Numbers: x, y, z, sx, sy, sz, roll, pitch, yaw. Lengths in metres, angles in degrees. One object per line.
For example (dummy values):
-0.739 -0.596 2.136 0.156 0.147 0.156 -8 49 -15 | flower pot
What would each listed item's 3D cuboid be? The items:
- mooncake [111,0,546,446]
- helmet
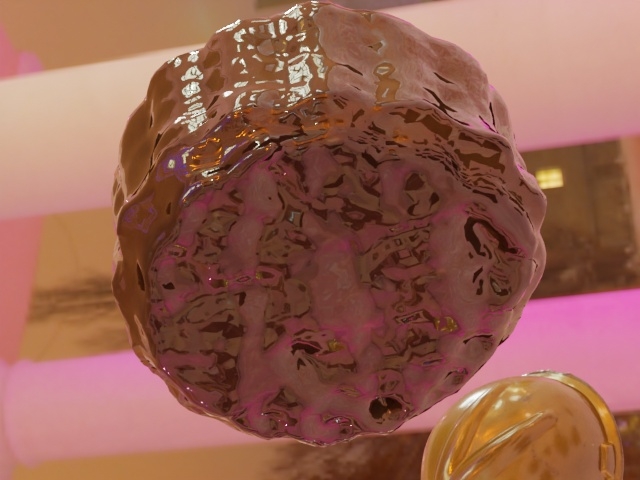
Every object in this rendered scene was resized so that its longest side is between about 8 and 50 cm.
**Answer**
0.001 -0.001 0.916 0.187 0.324 0.324 -101 -3 -53 | mooncake
0.171 0.235 1.232 0.140 0.205 0.257 29 -86 -47 | helmet
